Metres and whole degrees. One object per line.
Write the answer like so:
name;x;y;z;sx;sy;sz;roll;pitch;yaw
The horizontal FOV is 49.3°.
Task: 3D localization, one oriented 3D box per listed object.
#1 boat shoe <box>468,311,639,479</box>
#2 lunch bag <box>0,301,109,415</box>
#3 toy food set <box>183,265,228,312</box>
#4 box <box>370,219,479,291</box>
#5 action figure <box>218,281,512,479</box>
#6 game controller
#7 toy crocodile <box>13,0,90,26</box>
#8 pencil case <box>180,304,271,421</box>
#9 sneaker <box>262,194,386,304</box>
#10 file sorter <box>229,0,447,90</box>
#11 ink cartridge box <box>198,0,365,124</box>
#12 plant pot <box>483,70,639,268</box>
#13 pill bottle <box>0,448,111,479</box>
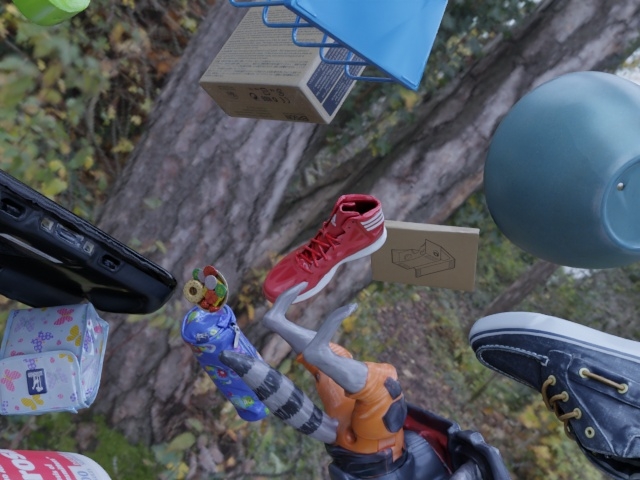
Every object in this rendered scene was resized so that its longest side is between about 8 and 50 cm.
boat shoe;0.178;0.107;0.481;0.184;0.083;0.065;9;-35;36
lunch bag;-0.212;0.095;0.549;0.053;0.071;0.083;76;11;-56
toy food set;-0.196;0.085;1.211;0.083;0.082;0.020;40;21;19
box;0.194;0.029;1.322;0.201;0.021;0.164;6;-41;14
action figure;0.027;0.213;0.754;0.341;0.179;0.330;-7;-69;62
game controller;-0.235;-0.014;0.482;0.319;0.167;0.067;46;45;-61
toy crocodile;-0.400;-0.403;0.804;0.340;0.115;0.105;54;46;-10
pencil case;-0.186;0.266;1.523;0.306;0.133;0.119;63;37;-35
sneaker;0.000;0.000;1.045;0.087;0.221;0.128;45;-19;29
file sorter;0.021;-0.228;0.638;0.170;0.118;0.105;20;-1;-44
ink cartridge box;-0.042;-0.277;1.040;0.235;0.193;0.088;15;-24;44
plant pot;0.400;-0.077;0.966;0.290;0.290;0.195;40;9;-19
pill bottle;-0.448;0.359;0.816;0.229;0.229;0.408;47;8;31
